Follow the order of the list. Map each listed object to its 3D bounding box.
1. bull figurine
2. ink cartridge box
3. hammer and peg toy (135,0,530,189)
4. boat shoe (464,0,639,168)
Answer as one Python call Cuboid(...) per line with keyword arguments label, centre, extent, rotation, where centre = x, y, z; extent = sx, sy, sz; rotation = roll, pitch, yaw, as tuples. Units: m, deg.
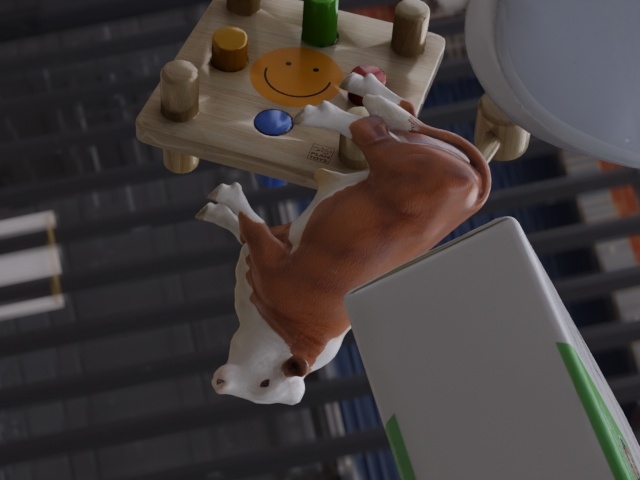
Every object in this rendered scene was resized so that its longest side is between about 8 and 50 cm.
Cuboid(label="bull figurine", centre=(0.000, 0.000, 1.192), extent=(0.188, 0.310, 0.101), rotation=(49, 4, 1))
Cuboid(label="ink cartridge box", centre=(0.145, 0.156, 0.858), extent=(0.289, 0.121, 0.211), rotation=(52, 16, -49))
Cuboid(label="hammer and peg toy", centre=(0.026, -0.138, 1.344), extent=(0.127, 0.361, 0.266), rotation=(95, 15, -46))
Cuboid(label="boat shoe", centre=(0.219, -0.118, 0.627), extent=(0.156, 0.367, 0.136), rotation=(-156, -127, -71))
